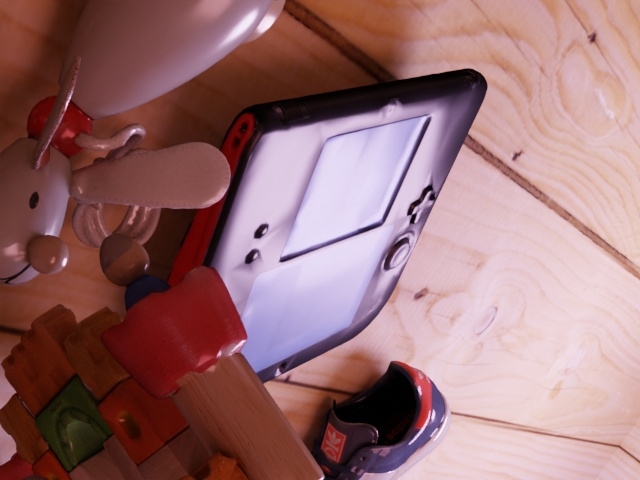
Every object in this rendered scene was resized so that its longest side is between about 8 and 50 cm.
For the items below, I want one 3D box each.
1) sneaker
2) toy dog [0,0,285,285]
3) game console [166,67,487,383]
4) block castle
[{"bbox_3d":[0.022,0.297,1.335,0.350,0.131,0.148,-49,141,-16],"label":"sneaker"},{"bbox_3d":[-0.108,-0.107,0.708,0.220,0.161,0.333,2,111,-56],"label":"toy dog"},{"bbox_3d":[0.000,0.000,0.999,0.386,0.060,0.342,-20,145,-51],"label":"game console"},{"bbox_3d":[-0.234,0.195,0.709,0.303,0.213,0.453,-29,171,-43],"label":"block castle"}]
